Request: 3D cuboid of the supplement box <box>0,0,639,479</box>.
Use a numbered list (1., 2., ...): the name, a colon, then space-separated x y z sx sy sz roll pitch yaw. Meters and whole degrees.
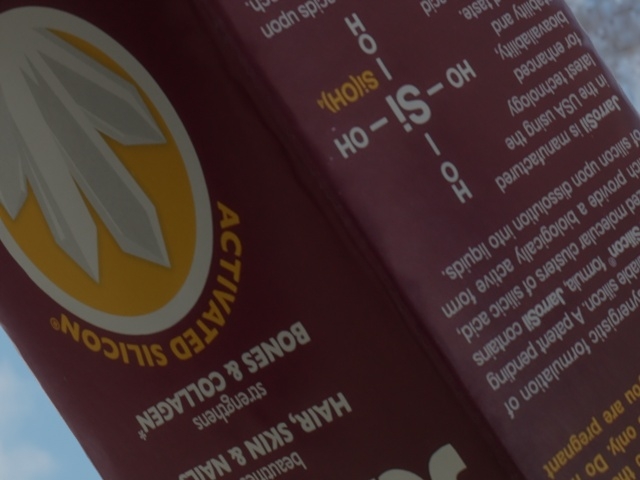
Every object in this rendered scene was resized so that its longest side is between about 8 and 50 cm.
1. supplement box: 0.000 0.000 0.366 0.081 0.188 0.104 -34 1 -42
